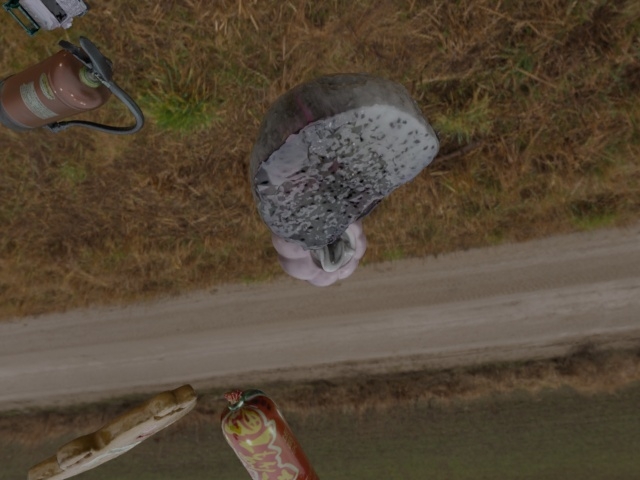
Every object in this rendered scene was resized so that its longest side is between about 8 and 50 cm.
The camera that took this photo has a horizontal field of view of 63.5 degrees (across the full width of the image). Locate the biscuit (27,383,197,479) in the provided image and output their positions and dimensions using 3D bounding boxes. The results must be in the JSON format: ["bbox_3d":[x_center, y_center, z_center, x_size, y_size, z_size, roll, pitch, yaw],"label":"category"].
[{"bbox_3d":[-0.276,0.275,0.725,0.249,0.035,0.184,-30,164,0],"label":"biscuit"}]

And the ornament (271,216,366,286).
[{"bbox_3d":[0.001,0.000,0.974,0.178,0.177,0.177,-1,147,-1],"label":"ornament"}]

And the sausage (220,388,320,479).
[{"bbox_3d":[-0.057,0.270,0.639,0.083,0.083,0.263,-12,123,16],"label":"sausage"}]

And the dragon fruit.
[{"bbox_3d":[0.007,-0.158,0.794,0.283,0.221,0.204,-36,129,22],"label":"dragon fruit"}]

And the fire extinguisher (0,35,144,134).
[{"bbox_3d":[-0.482,-0.286,1.018,0.376,0.113,0.200,-2,165,39],"label":"fire extinguisher"}]

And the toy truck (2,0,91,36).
[{"bbox_3d":[-0.577,-0.488,1.073,0.216,0.116,0.110,24,158,44],"label":"toy truck"}]
